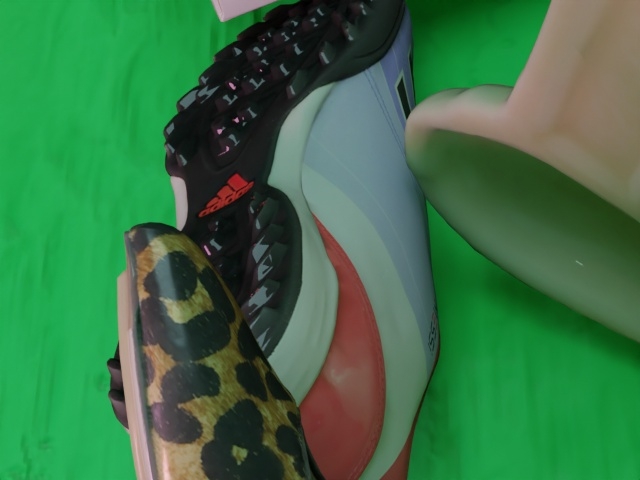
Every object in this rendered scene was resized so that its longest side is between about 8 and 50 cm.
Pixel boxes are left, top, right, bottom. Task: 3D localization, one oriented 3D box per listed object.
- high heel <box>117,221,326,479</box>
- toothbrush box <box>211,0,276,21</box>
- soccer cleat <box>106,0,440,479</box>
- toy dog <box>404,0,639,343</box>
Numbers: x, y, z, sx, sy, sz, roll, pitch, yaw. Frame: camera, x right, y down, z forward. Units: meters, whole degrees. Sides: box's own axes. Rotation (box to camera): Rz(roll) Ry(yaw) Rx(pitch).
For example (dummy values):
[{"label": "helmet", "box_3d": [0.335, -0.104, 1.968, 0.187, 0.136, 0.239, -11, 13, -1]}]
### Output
[{"label": "high heel", "box_3d": [0.052, 0.093, 0.561, 0.186, 0.261, 0.093, -17, 17, 6]}, {"label": "toothbrush box", "box_3d": [0.003, -0.250, 0.881, 0.206, 0.122, 0.283, -22, 35, -2]}, {"label": "soccer cleat", "box_3d": [0.000, 0.000, 0.746, 0.108, 0.116, 0.318, -27, 28, 24]}, {"label": "toy dog", "box_3d": [0.282, -0.147, 0.654, 0.395, 0.284, 0.408, 30, 63, 19]}]
